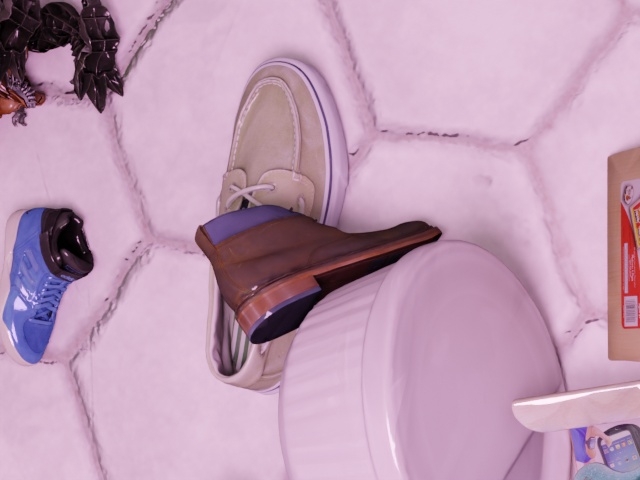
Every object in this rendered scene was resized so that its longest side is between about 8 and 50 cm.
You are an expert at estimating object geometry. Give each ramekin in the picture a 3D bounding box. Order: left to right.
[{"bbox_3d":[0.079,0.144,1.364,0.127,0.273,0.273,-14,80,36],"label":"ramekin"}]

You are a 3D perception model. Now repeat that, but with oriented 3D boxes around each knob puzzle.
[{"bbox_3d":[0.285,0.007,1.341,0.213,0.030,0.213,-178,90,-69],"label":"knob puzzle"}]

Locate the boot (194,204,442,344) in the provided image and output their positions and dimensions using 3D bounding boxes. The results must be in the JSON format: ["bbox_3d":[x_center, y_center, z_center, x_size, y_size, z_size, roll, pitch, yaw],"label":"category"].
[{"bbox_3d":[0.000,0.000,1.440,0.106,0.219,0.082,52,139,19],"label":"boot"}]

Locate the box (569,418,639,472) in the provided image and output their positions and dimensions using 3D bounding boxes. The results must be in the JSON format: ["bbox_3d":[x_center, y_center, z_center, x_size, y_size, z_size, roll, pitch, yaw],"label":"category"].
[{"bbox_3d":[0.252,0.199,1.398,0.081,0.028,0.136,-13,79,24],"label":"box"}]

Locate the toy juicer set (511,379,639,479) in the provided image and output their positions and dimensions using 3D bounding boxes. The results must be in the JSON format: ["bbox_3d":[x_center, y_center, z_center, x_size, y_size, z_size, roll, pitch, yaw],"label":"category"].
[{"bbox_3d":[0.301,0.204,1.254,0.209,0.089,0.329,-30,68,4],"label":"toy juicer set"}]

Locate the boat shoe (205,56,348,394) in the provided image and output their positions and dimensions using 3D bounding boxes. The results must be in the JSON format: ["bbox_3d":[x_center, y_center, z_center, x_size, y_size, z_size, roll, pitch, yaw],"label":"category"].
[{"bbox_3d":[-0.043,-0.014,1.519,0.109,0.094,0.302,0,86,26],"label":"boat shoe"}]

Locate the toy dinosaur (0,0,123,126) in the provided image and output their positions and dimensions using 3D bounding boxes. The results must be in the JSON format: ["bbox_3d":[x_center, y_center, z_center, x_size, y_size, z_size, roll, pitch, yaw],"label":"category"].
[{"bbox_3d":[-0.319,-0.208,1.647,0.218,0.164,0.322,18,116,42],"label":"toy dinosaur"}]

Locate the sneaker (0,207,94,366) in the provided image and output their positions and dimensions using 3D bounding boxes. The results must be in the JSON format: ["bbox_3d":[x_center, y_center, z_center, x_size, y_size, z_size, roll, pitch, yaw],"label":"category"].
[{"bbox_3d":[-0.258,0.042,1.639,0.084,0.058,0.152,-5,77,34],"label":"sneaker"}]
